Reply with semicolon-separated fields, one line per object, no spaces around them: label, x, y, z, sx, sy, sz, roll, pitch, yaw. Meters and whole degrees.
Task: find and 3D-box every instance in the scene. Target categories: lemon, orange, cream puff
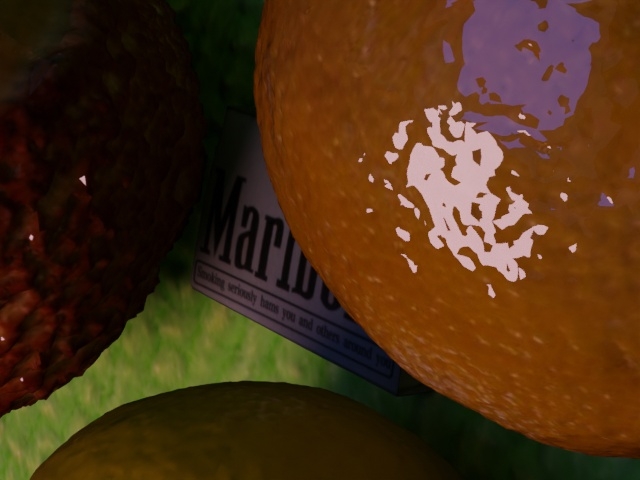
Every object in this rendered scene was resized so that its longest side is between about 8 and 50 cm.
lemon;-0.012;0.179;0.554;0.219;0.240;0.240;-5;85;20
orange;0.111;-0.049;0.418;0.264;0.264;0.264;-1;88;46
cream puff;-0.196;-0.031;0.734;0.350;0.229;0.350;-37;29;25

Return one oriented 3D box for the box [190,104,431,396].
box;0.000;0.000;0.680;0.177;0.036;0.115;22;104;45
